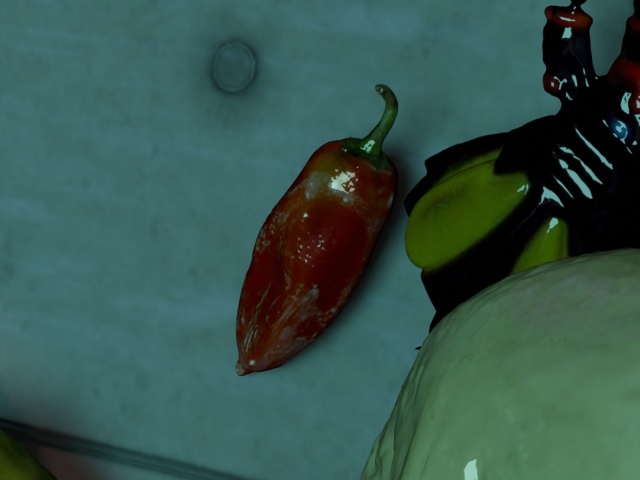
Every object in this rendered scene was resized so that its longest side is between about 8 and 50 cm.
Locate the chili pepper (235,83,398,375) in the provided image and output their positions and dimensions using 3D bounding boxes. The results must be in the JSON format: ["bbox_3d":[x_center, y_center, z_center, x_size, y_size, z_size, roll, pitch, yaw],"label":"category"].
[{"bbox_3d":[0.001,0.000,1.000,0.059,0.050,0.191,41,121,19],"label":"chili pepper"}]

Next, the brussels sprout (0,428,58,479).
[{"bbox_3d":[-0.227,0.197,1.066,0.223,0.161,0.223,-2,84,24],"label":"brussels sprout"}]

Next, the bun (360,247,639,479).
[{"bbox_3d":[0.124,0.191,0.771,0.361,0.213,0.361,17,116,38],"label":"bun"}]

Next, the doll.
[{"bbox_3d":[0.114,-0.024,0.899,0.249,0.088,0.127,-49,43,38],"label":"doll"}]
